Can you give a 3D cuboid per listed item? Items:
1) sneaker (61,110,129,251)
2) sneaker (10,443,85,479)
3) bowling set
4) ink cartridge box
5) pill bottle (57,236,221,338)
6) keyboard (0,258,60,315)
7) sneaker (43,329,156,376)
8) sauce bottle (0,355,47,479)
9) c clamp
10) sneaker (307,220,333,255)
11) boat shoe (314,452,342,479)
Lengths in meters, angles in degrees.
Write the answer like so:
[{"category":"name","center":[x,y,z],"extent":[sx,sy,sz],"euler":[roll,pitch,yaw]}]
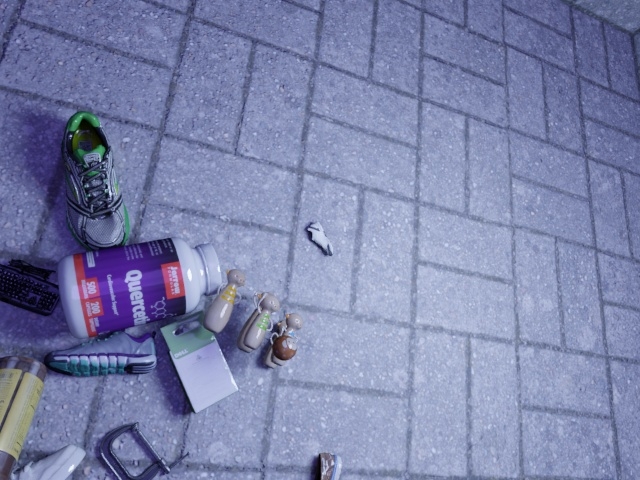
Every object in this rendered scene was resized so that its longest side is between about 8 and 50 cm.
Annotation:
[{"category":"sneaker","center":[-0.534,-0.134,1.079],"extent":[0.134,0.146,0.344],"euler":[-15,81,-26]},{"category":"sneaker","center":[-0.621,0.461,0.882],"extent":[0.292,0.108,0.169],"euler":[-38,94,-26]},{"category":"bowling set","center":[-0.103,0.197,1.084],"extent":[0.287,0.199,0.154],"euler":[47,58,-43]},{"category":"ink cartridge box","center":[-0.289,0.284,1.100],"extent":[0.109,0.062,0.209],"euler":[-23,84,-27]},{"category":"pill bottle","center":[-0.396,0.095,1.046],"extent":[0.322,0.181,0.182],"euler":[-12,79,-25]},{"category":"keyboard","center":[-0.665,0.087,1.017],"extent":[0.192,0.038,0.100],"euler":[24,66,-15]},{"category":"sneaker","center":[-0.481,0.243,1.038],"extent":[0.223,0.083,0.098],"euler":[8,50,-25]},{"category":"sauce bottle","center":[-0.600,0.377,0.834],"extent":[0.111,0.111,0.344],"euler":[15,38,-18]},{"category":"c clamp","center":[-0.394,0.465,1.027],"extent":[0.137,0.022,0.161],"euler":[-43,95,-22]},{"category":"sneaker","center":[0.000,0.000,1.327],"extent":[0.043,0.040,0.109],"euler":[-29,83,-11]},{"category":"boat shoe","center":[-0.004,0.608,1.124],"extent":[0.066,0.066,0.183],"euler":[23,57,-10]}]
